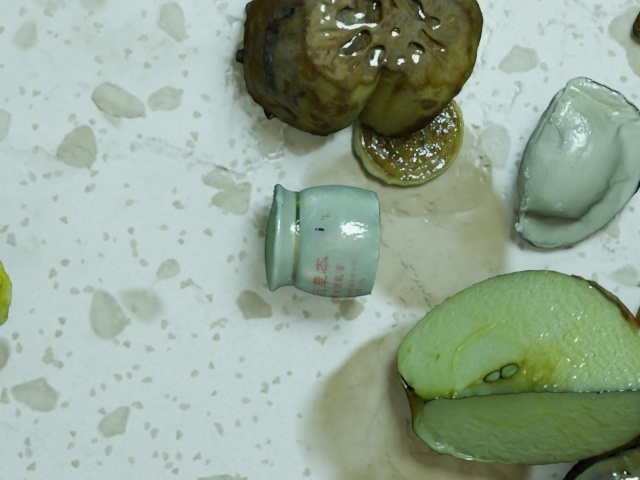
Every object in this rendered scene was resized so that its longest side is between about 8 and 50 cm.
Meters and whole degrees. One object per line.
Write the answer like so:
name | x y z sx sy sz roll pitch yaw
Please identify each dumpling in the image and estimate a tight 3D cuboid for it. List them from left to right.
dumpling | 0.353 -0.098 1.722 0.172 0.142 0.247 13 118 -7

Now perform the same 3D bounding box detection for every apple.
apple | 0.275 0.173 1.659 0.346 0.179 0.254 -8 97 26

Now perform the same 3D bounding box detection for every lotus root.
lotus root | 0.055 -0.252 1.634 0.316 0.250 0.316 0 93 -9

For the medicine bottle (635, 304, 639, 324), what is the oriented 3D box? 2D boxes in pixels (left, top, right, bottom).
medicine bottle | 0.536 0.149 1.651 0.238 0.232 0.238 1 98 5

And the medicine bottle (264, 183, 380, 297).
medicine bottle | 0.000 0.000 1.667 0.143 0.147 0.147 3 89 -6

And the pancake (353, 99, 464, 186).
pancake | 0.119 -0.148 1.743 0.158 0.028 0.158 0 88 -8

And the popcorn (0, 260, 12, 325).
popcorn | -0.507 0.057 1.581 0.249 0.249 0.225 20 58 -7

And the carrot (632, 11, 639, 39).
carrot | 0.494 -0.359 1.783 0.047 0.047 0.191 32 85 -6

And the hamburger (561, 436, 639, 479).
hamburger | 0.473 0.400 1.700 0.277 0.195 0.318 -37 89 -2
